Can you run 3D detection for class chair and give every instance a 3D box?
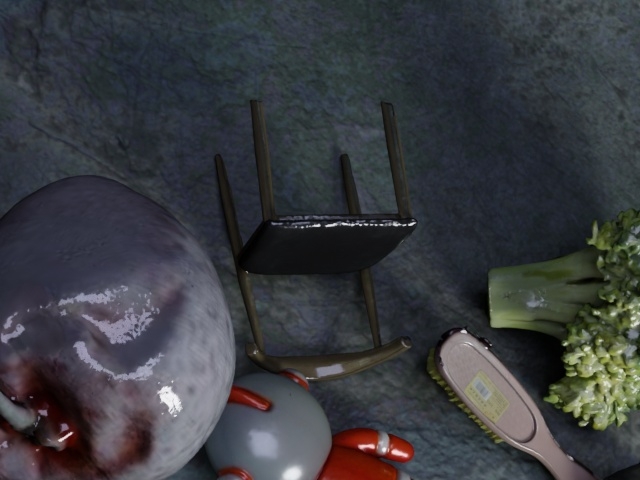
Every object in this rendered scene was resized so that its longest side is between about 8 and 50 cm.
[{"bbox_3d":[0.000,0.000,1.798,0.188,0.166,0.272,-2,70,-19],"label":"chair"}]

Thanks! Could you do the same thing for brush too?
[{"bbox_3d":[0.228,0.221,1.861,0.313,0.067,0.072,46,61,-11],"label":"brush"}]

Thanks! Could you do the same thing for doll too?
[{"bbox_3d":[-0.011,0.244,1.739,0.336,0.105,0.200,37,52,-10],"label":"doll"}]

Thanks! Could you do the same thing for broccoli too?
[{"bbox_3d":[0.307,0.074,1.888,0.243,0.263,0.247,3,32,8],"label":"broccoli"}]

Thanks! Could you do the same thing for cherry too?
[{"bbox_3d":[-0.227,0.094,1.604,0.335,0.326,0.291,-51,129,-33],"label":"cherry"}]

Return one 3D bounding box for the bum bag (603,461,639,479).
[{"bbox_3d":[0.392,0.406,1.813,0.144,0.095,0.341,7,64,-44],"label":"bum bag"}]
